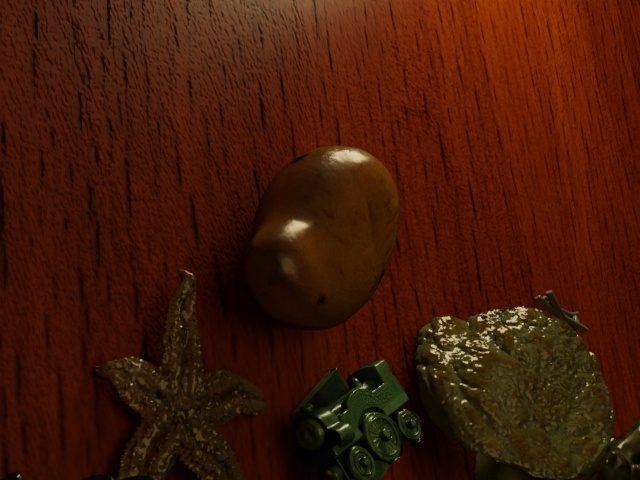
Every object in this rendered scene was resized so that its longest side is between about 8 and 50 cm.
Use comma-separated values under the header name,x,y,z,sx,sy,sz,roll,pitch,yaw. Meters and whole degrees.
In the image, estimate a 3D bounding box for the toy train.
name,x,y,z,sx,sy,sz,roll,pitch,yaw
toy train,0.040,0.203,1.227,0.178,0.071,0.104,-24,82,-55

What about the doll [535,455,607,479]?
name,x,y,z,sx,sy,sz,roll,pitch,yaw
doll,0.347,0.270,1.539,0.137,0.097,0.209,57,35,-13

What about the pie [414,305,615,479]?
name,x,y,z,sx,sy,sz,roll,pitch,yaw
pie,0.247,0.191,1.431,0.274,0.105,0.257,-1,48,-31

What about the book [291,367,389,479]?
name,x,y,z,sx,sy,sz,roll,pitch,yaw
book,0.024,0.224,1.270,0.135,0.017,0.103,62,36,-11

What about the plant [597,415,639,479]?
name,x,y,z,sx,sy,sz,roll,pitch,yaw
plant,0.545,0.422,1.739,0.333,0.180,0.251,50,51,-30

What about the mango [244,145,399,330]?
name,x,y,z,sx,sy,sz,roll,pitch,yaw
mango,-0.004,0.000,1.257,0.295,0.120,0.177,-45,118,-50

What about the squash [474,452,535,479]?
name,x,y,z,sx,sy,sz,roll,pitch,yaw
squash,0.276,0.345,1.530,0.219,0.041,0.219,22,61,-46

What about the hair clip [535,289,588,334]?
name,x,y,z,sx,sy,sz,roll,pitch,yaw
hair clip,0.372,0.108,1.773,0.115,0.030,0.039,40,27,-38

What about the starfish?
name,x,y,z,sx,sy,sz,roll,pitch,yaw
starfish,-0.121,0.185,1.075,0.231,0.048,0.295,41,46,-34

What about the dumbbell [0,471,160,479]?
name,x,y,z,sx,sy,sz,roll,pitch,yaw
dumbbell,-0.161,0.298,0.849,0.290,0.192,0.192,61,37,-9
